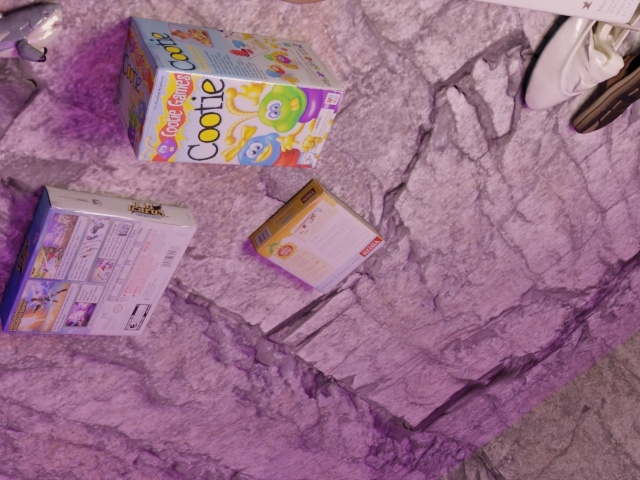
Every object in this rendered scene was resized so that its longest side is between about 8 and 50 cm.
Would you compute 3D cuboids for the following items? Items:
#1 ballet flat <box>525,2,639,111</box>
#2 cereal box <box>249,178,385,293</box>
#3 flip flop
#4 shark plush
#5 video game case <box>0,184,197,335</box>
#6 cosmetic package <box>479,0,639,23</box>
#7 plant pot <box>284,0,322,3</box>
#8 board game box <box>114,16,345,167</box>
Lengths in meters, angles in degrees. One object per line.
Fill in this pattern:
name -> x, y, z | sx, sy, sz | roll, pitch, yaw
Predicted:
ballet flat -> 0.512, -0.379, 1.253 | 0.139, 0.139, 0.400 | 5, 129, -36
cereal box -> 0.000, 0.000, 1.377 | 0.173, 0.047, 0.240 | -41, 140, 11
flip flop -> 0.624, -0.325, 1.431 | 0.112, 0.080, 0.277 | 6, 143, -43
shark plush -> -0.402, -0.263, 0.867 | 0.161, 0.073, 0.067 | 2, 113, -8
video game case -> -0.371, 0.046, 1.174 | 0.244, 0.061, 0.270 | 8, 126, -39
cosmetic package -> 0.340, -0.460, 1.026 | 0.384, 0.156, 0.217 | -8, 137, -32
plant pot -> 0.008, -0.409, 0.913 | 0.237, 0.110, 0.237 | -17, 137, -17
board game box -> -0.131, -0.204, 1.007 | 0.275, 0.144, 0.142 | -1, 132, -32
